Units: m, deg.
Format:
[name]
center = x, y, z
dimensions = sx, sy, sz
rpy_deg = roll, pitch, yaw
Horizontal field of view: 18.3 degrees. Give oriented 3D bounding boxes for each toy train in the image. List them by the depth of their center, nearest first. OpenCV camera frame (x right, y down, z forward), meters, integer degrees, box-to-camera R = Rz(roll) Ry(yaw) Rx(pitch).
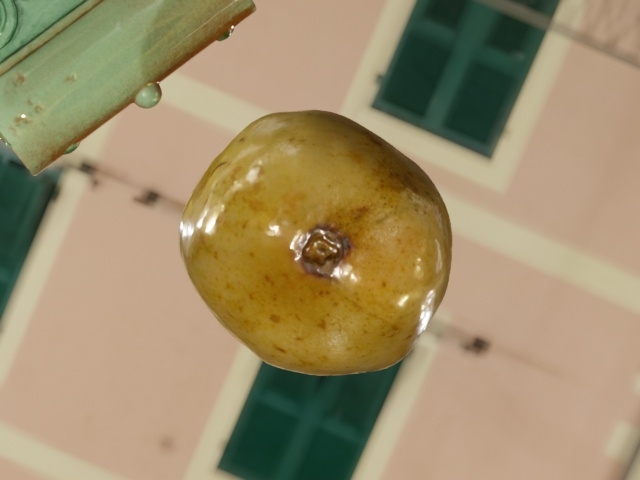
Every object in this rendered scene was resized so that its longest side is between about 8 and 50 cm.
[toy train]
center = -0.192, -0.183, 1.672
dimensions = 0.177, 0.285, 0.116
rpy_deg = 53, 174, 2

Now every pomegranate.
[pomegranate]
center = 0.000, 0.000, 1.318
dimensions = 0.196, 0.196, 0.196
rpy_deg = 23, -173, -3
